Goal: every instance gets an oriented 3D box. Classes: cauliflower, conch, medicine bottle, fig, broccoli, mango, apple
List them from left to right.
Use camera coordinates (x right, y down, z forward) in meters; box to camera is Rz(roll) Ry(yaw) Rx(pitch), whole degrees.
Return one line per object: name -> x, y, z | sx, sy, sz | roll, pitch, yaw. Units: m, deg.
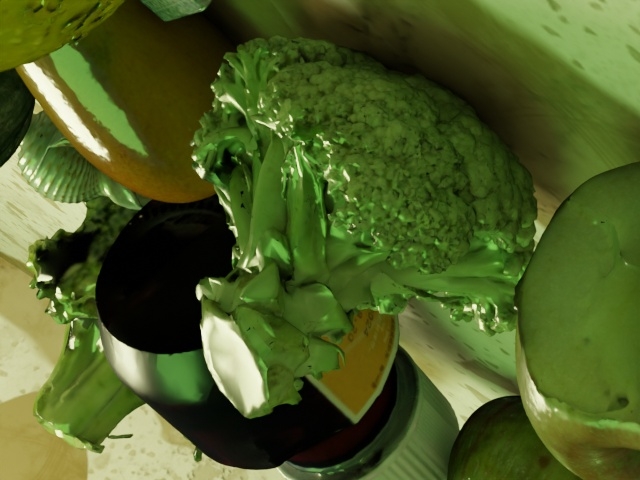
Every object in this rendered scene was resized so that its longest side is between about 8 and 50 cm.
conch -> -0.216, -0.089, 1.868 | 0.153, 0.102, 0.135 | 5, 164, -19
mango -> -0.152, -0.136, 1.450 | 0.254, 0.139, 0.175 | 48, 160, -19
broccoli -> -0.196, 0.085, 2.031 | 0.293, 0.281, 0.348 | 42, 163, -28
medicine bottle -> -0.027, 0.123, 1.808 | 0.242, 0.242, 0.395 | 25, 160, 39
cauliflower -> 0.000, 0.000, 1.284 | 0.272, 0.250, 0.275 | 25, 159, 33
fig -> 0.164, 0.270, 1.854 | 0.149, 0.245, 0.149 | 30, 173, 4
apple -> 0.207, 0.061, 1.101 | 0.207, 0.188, 0.174 | 32, 163, 2

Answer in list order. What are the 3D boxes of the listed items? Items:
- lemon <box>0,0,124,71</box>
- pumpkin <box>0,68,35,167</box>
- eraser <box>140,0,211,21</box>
lemon -> -0.203, -0.225, 0.978 | 0.310, 0.258, 0.258 | 44, 165, -25
pumpkin -> -0.378, -0.183, 1.731 | 0.300, 0.207, 0.300 | 48, 169, 12
eraser -> -0.158, -0.234, 1.305 | 0.212, 0.046, 0.092 | 40, 167, -18
